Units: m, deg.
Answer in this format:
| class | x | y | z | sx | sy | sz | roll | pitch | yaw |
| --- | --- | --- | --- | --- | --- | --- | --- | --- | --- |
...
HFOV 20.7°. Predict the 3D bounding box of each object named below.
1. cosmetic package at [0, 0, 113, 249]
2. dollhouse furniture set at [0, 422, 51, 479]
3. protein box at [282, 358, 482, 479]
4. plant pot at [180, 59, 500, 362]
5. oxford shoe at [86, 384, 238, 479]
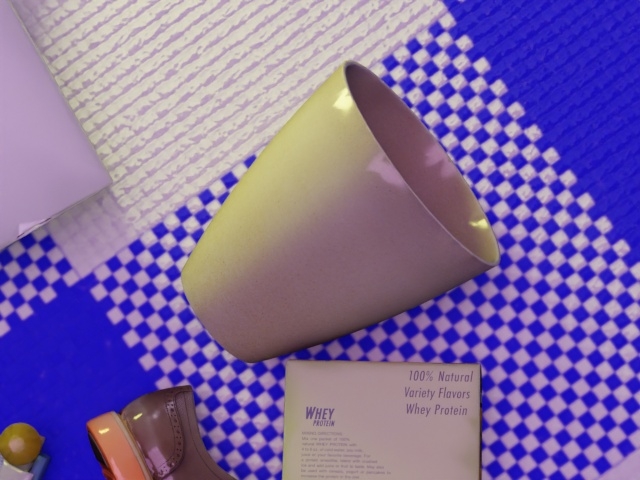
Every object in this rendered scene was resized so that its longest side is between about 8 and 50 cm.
| class | x | y | z | sx | sy | sz | roll | pitch | yaw |
| --- | --- | --- | --- | --- | --- | --- | --- | --- | --- |
| cosmetic package | -0.388 | -0.170 | 1.828 | 0.197 | 0.155 | 0.365 | -29 | 98 | -6 |
| dollhouse furniture set | -0.464 | 0.283 | 1.786 | 0.286 | 0.198 | 0.303 | 24 | 85 | 1 |
| protein box | 0.065 | 0.227 | 1.797 | 0.200 | 0.136 | 0.201 | 1 | 83 | 5 |
| plant pot | 0.000 | 0.000 | 1.798 | 0.274 | 0.256 | 0.256 | -37 | 81 | 15 |
| oxford shoe | -0.104 | 0.321 | 1.807 | 0.133 | 0.130 | 0.363 | -27 | 88 | -15 |
